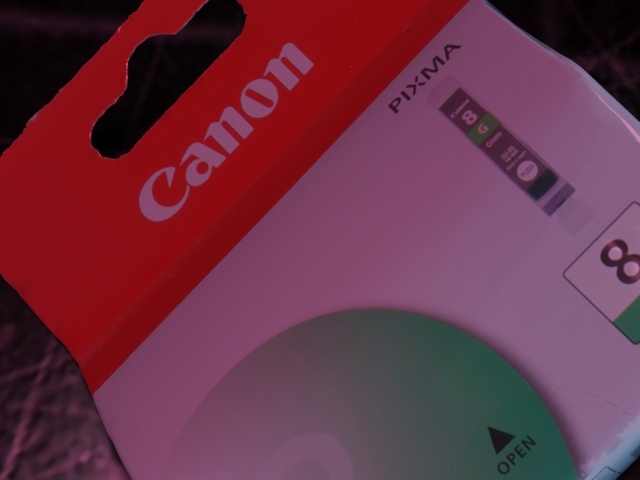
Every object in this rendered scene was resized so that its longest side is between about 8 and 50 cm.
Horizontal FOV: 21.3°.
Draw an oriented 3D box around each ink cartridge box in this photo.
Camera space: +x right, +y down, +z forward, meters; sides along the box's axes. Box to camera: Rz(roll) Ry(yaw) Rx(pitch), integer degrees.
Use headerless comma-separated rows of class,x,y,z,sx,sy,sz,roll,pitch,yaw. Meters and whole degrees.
ink cartridge box,0.000,0.000,0.518,0.181,0.056,0.224,-46,73,5
